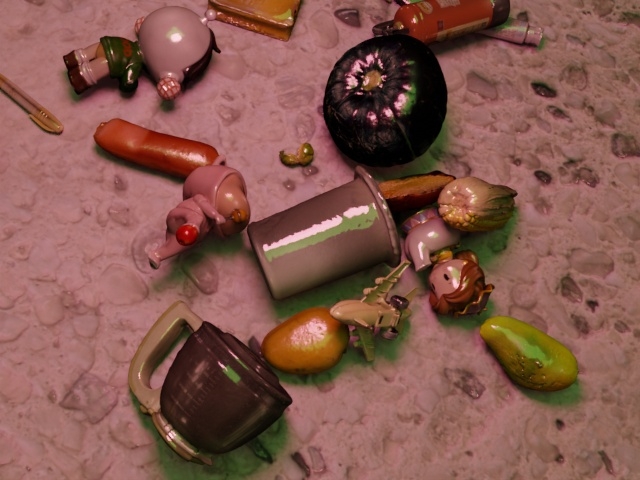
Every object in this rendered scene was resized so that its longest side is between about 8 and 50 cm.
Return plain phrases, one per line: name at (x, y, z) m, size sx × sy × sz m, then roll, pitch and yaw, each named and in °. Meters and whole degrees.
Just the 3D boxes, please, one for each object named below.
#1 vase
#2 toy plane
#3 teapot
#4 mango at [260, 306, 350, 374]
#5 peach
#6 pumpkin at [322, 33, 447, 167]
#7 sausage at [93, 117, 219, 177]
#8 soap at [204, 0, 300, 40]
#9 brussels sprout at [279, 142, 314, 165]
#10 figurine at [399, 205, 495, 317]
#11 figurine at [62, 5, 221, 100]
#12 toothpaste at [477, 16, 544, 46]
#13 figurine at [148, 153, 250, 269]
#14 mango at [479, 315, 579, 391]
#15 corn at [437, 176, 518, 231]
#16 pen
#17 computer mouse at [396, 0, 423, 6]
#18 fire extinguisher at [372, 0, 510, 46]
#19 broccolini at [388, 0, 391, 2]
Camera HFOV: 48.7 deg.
vase at (0.000, 0.000, 1.546) m, size 0.291 × 0.245 × 0.245 m, roll -22°, pitch 74°, yaw -6°
toy plane at (0.117, 0.153, 1.489) m, size 0.104 × 0.256 × 0.242 m, roll 28°, pitch 106°, yaw 31°
teapot at (-0.242, 0.285, 1.389) m, size 0.321 × 0.239 × 0.239 m, roll 43°, pitch 83°, yaw 3°
mango at (-0.031, 0.217, 1.516) m, size 0.195 × 0.098 × 0.138 m, roll -9°, pitch 73°, yaw -4°
peach at (0.210, -0.101, 1.614) m, size 0.279 × 0.188 × 0.068 m, roll -29°, pitch 111°, yaw -53°
pumpkin at (0.158, -0.319, 1.673) m, size 0.315 × 0.238 × 0.316 m, roll -6°, pitch 70°, yaw 16°
sausage at (-0.374, -0.205, 1.633) m, size 0.299 × 0.083 × 0.089 m, roll 16°, pitch 68°, yaw 1°
soap at (-0.170, -0.615, 1.821) m, size 0.233 × 0.076 × 0.135 m, roll 17°, pitch 67°, yaw 0°
brussels sprout at (-0.056, -0.203, 1.701) m, size 0.083 × 0.046 × 0.051 m, roll -19°, pitch 77°, yaw -4°
figurine at (0.287, 0.057, 1.598) m, size 0.189 × 0.142 × 0.264 m, roll -17°, pitch 71°, yaw -38°
figurine at (-0.415, -0.446, 1.678) m, size 0.369 × 0.167 × 0.281 m, roll -19°, pitch 59°, yaw -9°
toothpaste at (0.483, -0.581, 1.917) m, size 0.234 × 0.057 × 0.089 m, roll 19°, pitch 66°, yaw 7°
figurine at (-0.241, -0.048, 1.516) m, size 0.186 × 0.176 × 0.287 m, roll 19°, pitch 39°, yaw 17°
mango at (0.454, 0.252, 1.563) m, size 0.232 × 0.111 × 0.125 m, roll 29°, pitch 64°, yaw 5°
corn at (0.360, -0.083, 1.600) m, size 0.122 × 0.305 × 0.123 m, roll 44°, pitch 110°, yaw 20°
pen at (-0.695, -0.324, 1.661) m, size 0.233 × 0.032 × 0.040 m, roll 38°, pitch 92°, yaw 8°
computer mouse at (0.312, -0.742, 1.930) m, size 0.295 × 0.087 × 0.168 m, roll -38°, pitch 79°, yaw -19°
fire extinguisher at (0.288, -0.559, 1.826) m, size 0.375 × 0.200 × 0.113 m, roll -20°, pitch 94°, yaw -20°
broccolini at (0.126, -0.716, 1.929) m, size 0.052 × 0.054 × 0.194 m, roll -34°, pitch 84°, yaw 11°
